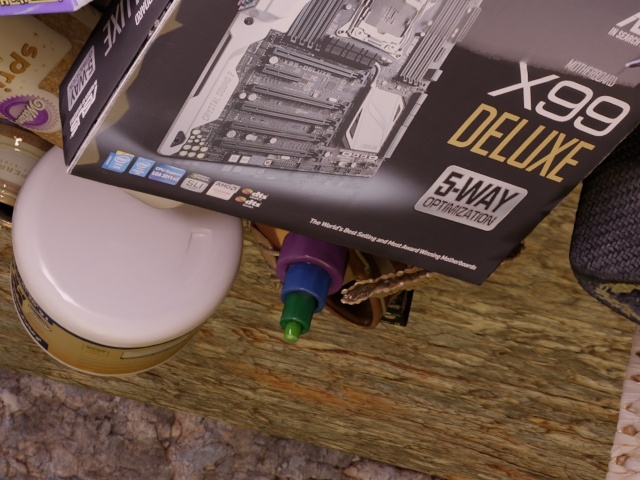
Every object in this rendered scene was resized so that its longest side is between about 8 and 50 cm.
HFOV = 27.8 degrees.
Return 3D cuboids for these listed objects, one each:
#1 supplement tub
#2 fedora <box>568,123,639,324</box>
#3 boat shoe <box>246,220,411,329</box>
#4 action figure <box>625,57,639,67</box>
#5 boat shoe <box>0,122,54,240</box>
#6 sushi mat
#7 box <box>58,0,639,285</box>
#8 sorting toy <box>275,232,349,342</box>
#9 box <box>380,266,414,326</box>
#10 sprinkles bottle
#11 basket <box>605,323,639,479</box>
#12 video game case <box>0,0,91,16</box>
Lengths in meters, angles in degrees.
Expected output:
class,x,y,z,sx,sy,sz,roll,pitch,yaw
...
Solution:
class,x,y,z,sx,sy,sz,roll,pitch,yaw
supplement tub,-0.216,0.023,1.386,0.228,0.228,0.316,19,162,-9
fedora,0.296,-0.008,0.907,0.334,0.152,0.334,20,160,8
boat shoe,0.000,0.000,1.303,0.122,0.120,0.324,3,159,35
action figure,0.311,-0.093,0.688,0.275,0.164,0.141,11,173,-18
boat shoe,-0.369,-0.054,1.519,0.104,0.089,0.285,18,163,-7
sushi mat,0.105,0.030,1.160,0.151,0.019,0.316,-14,177,6
box,0.040,-0.105,0.747,0.307,0.076,0.242,16,132,-32
sorting toy,0.033,-0.015,1.068,0.127,0.126,0.365,22,145,-10
box,0.079,0.057,1.506,0.052,0.062,0.083,11,162,11
sprinkles bottle,-0.229,-0.151,1.044,0.121,0.121,0.355,-1,155,44
basket,0.495,0.194,1.223,0.331,0.266,0.328,27,160,-27
video game case,-0.242,-0.237,0.678,0.269,0.061,0.244,4,122,35
